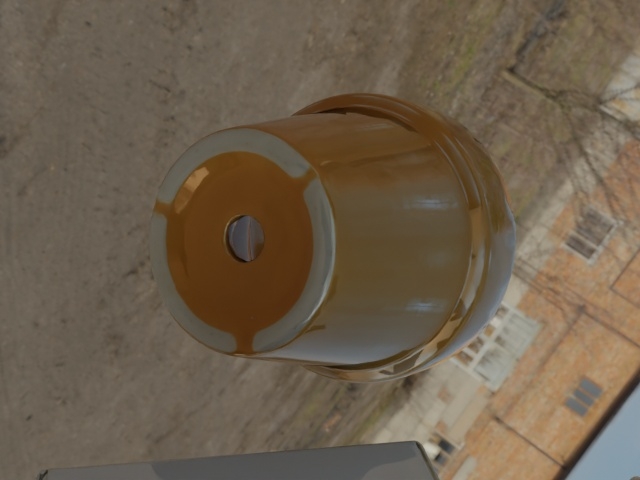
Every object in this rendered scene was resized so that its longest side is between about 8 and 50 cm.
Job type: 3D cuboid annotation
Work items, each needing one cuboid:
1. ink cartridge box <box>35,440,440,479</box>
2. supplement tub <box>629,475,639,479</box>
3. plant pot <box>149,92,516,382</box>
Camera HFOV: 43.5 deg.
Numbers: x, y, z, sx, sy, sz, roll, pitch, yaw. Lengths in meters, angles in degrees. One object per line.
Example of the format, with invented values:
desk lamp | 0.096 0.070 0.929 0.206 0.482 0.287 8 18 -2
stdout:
ink cartridge box | -0.040 0.245 0.408 0.114 0.197 0.272 -115 -152 -60
supplement tub | 0.199 0.164 0.389 0.071 0.107 0.070 -20 115 -51
plant pot | 0.000 0.000 0.520 0.205 0.205 0.188 -59 156 18
